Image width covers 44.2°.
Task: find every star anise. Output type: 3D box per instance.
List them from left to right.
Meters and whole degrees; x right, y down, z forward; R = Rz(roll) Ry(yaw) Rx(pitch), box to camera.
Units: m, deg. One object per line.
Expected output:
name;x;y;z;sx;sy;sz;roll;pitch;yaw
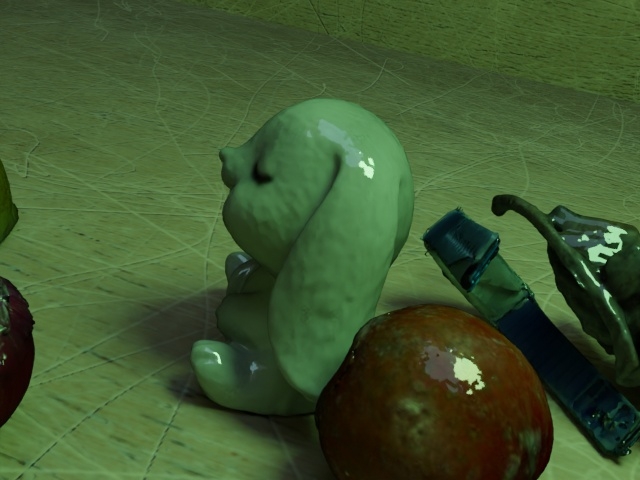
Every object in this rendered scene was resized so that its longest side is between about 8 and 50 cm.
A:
star anise;0.325;0.085;0.789;0.316;0.139;0.359;46;-1;-15

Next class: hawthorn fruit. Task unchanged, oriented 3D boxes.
hawthorn fruit;0.088;0.134;0.589;0.173;0.172;0.173;8;25;-4

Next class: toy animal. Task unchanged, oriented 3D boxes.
toy animal;0.000;0.000;0.729;0.206;0.264;0.271;12;23;2

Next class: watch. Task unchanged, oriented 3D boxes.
watch;0.162;0.045;0.753;0.276;0.068;0.274;47;9;-29

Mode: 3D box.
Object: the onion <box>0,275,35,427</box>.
onion;-0.330;0.073;0.574;0.248;0.161;0.248;12;32;-8

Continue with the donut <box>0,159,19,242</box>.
donut;-0.476;-0.062;0.878;0.272;0.107;0.272;7;26;-4
